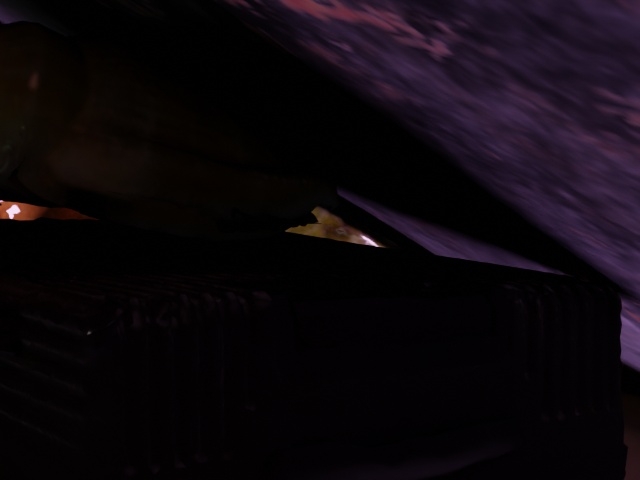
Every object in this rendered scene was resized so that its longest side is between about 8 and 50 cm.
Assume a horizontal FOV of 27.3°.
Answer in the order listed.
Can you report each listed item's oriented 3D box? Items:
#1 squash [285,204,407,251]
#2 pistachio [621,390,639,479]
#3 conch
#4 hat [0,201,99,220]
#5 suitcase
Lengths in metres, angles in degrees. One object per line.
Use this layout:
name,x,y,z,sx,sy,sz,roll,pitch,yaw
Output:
squash,-0.012,0.021,0.748,0.192,0.085,0.184,29,177,-15
pistachio,0.185,0.191,0.739,0.299,0.187,0.187,25,175,12
conch,-0.082,-0.038,0.532,0.201,0.079,0.095,16,-158,-13
hat,-0.226,-0.073,0.786,0.244,0.233,0.233,4,126,39
suitcase,-0.065,0.075,0.542,0.230,0.152,0.335,-2,-174,-35
